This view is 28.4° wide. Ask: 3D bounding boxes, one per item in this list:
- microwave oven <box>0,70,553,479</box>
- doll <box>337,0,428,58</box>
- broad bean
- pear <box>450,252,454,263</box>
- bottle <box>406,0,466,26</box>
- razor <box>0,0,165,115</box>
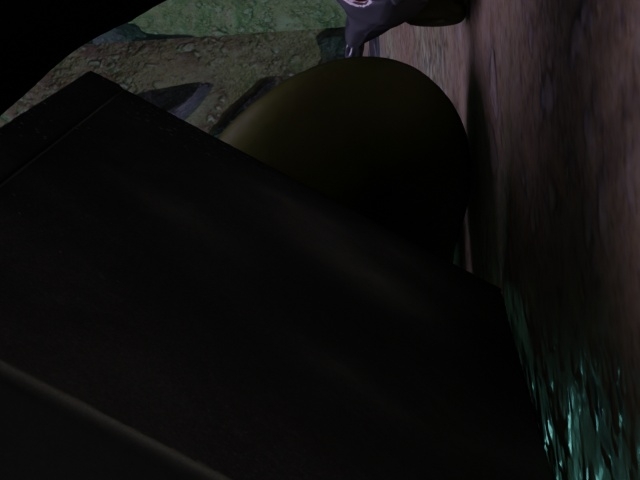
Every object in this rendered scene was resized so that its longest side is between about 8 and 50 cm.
[{"bbox_3d":[-0.070,0.118,0.641,0.236,0.374,0.432,-61,4,16],"label":"microwave oven"},{"bbox_3d":[0.053,-0.209,0.854,0.102,0.075,0.227,-91,16,-45],"label":"doll"},{"bbox_3d":[0.000,0.000,0.922,0.119,0.291,0.238,28,173,47],"label":"broad bean"},{"bbox_3d":[0.037,-0.020,1.110,0.187,0.187,0.219,-92,13,-61],"label":"pear"},{"bbox_3d":[0.085,-0.209,0.922,0.063,0.047,0.101,0,90,54],"label":"bottle"},{"bbox_3d":[-0.059,-0.169,0.540,0.113,0.349,0.204,57,-172,-18],"label":"razor"}]
